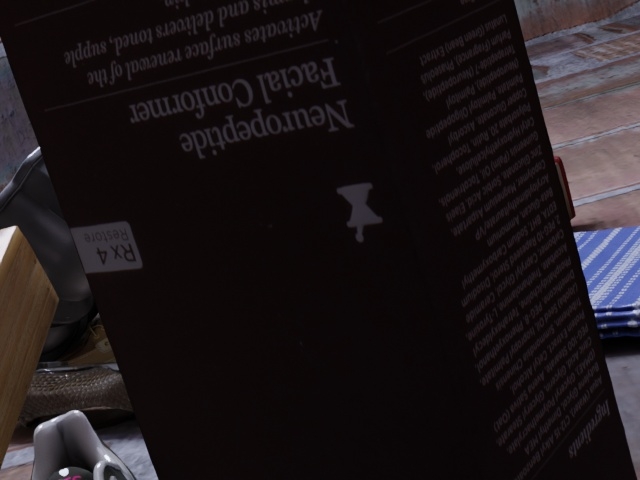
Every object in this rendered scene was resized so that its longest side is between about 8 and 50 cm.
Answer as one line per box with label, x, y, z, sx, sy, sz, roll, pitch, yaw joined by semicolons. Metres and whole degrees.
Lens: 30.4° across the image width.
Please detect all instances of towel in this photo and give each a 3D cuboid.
towel;0.190;0.039;0.949;0.336;0.040;0.243;-7;14;30

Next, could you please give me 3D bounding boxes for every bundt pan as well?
bundt pan;-0.253;-0.001;1.210;0.331;0.124;0.331;-54;3;3

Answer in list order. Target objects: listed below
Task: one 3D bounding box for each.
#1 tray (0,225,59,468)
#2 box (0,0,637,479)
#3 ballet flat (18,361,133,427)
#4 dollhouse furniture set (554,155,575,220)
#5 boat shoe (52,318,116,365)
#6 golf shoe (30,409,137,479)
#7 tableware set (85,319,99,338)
tray;-0.292;0.153;0.645;0.203;0.076;0.411;-14;32;11
box;0.000;0.000;0.538;0.191;0.381;0.143;-8;17;37
ballet flat;-0.179;0.131;0.986;0.250;0.058;0.084;-3;-4;28
dollhouse furniture set;0.065;-0.081;1.231;0.374;0.201;0.152;-11;13;27
boat shoe;-0.210;0.097;1.168;0.135;0.045;0.050;-25;15;-33
golf shoe;-0.113;0.174;0.541;0.105;0.120;0.273;-17;14;-11
tableware set;-0.177;0.069;1.311;0.168;0.020;0.141;-14;12;14
